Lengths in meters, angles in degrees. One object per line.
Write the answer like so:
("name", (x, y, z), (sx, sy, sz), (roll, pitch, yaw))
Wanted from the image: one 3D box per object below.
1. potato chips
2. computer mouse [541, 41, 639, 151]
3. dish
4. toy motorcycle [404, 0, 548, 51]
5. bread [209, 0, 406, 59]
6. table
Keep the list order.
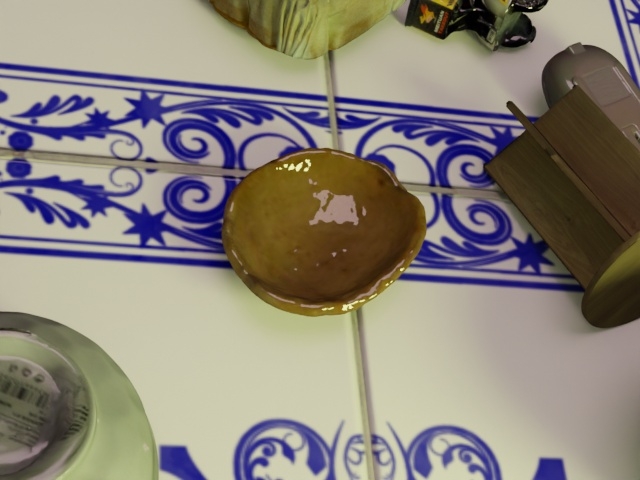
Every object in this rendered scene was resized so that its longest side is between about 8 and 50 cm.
("potato chips", (0.000, -0.001, 1.238), (0.195, 0.062, 0.208), (15, 54, 1))
("computer mouse", (0.336, -0.117, 1.420), (0.120, 0.057, 0.232), (-23, 73, -31))
("dish", (-0.262, 0.159, 1.010), (0.303, 0.120, 0.303), (9, 54, -12))
("toy motorcycle", (0.217, -0.333, 1.523), (0.157, 0.091, 0.263), (24, 54, 7))
("bread", (-0.019, -0.304, 1.420), (0.192, 0.110, 0.210), (38, 53, 19))
("table", (0.278, -0.047, 1.308), (0.167, 0.167, 0.227), (-16, 52, -25))
